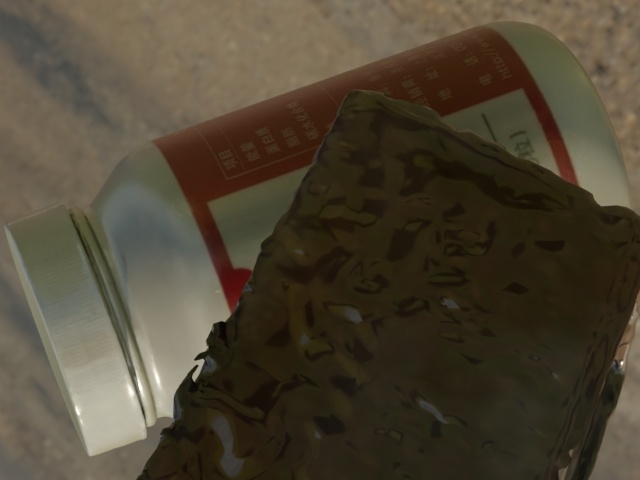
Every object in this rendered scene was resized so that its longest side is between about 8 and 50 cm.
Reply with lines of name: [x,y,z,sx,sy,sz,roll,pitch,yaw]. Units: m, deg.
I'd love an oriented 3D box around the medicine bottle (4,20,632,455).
medicine bottle: [0.000,0.000,0.843,0.131,0.250,0.131,160,90,-79]

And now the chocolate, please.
chocolate: [-0.007,0.117,0.509,0.112,0.321,0.112,20,147,11]
